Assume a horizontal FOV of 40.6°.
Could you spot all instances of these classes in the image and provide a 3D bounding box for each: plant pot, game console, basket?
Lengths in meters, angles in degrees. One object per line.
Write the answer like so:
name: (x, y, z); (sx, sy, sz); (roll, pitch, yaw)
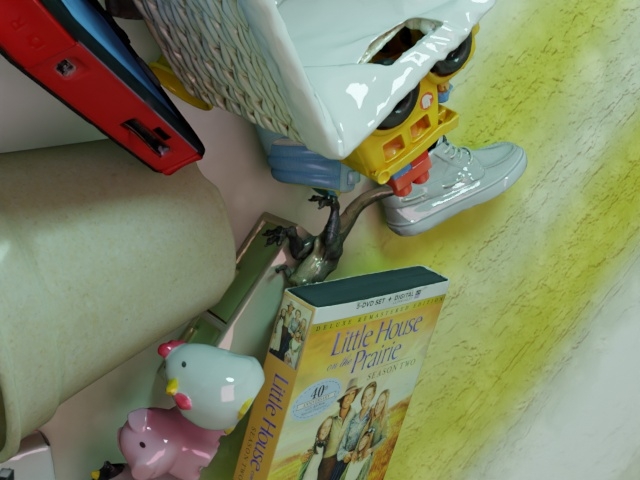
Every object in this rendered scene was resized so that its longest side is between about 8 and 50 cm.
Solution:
plant pot: (-0.277, 0.021, 0.953); (0.306, 0.334, 0.333); (-24, 114, -36)
game console: (-0.252, -0.238, 0.785); (0.060, 0.386, 0.342); (-33, 74, 2)
basket: (-0.017, -0.321, 0.882); (0.328, 0.266, 0.331); (-47, 137, -19)

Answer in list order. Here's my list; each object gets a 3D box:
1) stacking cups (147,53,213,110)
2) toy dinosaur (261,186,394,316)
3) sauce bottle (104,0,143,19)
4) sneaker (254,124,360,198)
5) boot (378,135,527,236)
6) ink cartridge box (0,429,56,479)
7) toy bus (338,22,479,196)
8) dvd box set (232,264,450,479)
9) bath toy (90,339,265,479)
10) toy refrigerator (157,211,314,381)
stacking cups: (-0.094, -0.319, 1.087); (0.096, 0.096, 0.316); (36, 81, -32)
toy dinosaur: (0.000, 0.000, 1.115); (0.268, 0.064, 0.118); (-52, 137, -9)
sauce bottle: (-0.207, -0.414, 0.921); (0.111, 0.111, 0.344); (-22, 126, -25)
sneaker: (0.051, -0.172, 1.191); (0.319, 0.127, 0.208); (-19, 112, -18)
boot: (0.200, -0.115, 1.303); (0.258, 0.095, 0.123); (-31, 122, -20)
ink cartridge box: (-0.463, 0.279, 1.032); (0.275, 0.060, 0.238); (-12, 109, -28)
toy bus: (0.102, -0.169, 1.074); (0.220, 0.149, 0.211); (-39, 129, -14)
dvd box set: (0.019, 0.246, 1.204); (0.308, 0.062, 0.420); (-6, 118, -50)
bath toy: (-0.197, 0.251, 1.061); (0.129, 0.151, 0.348); (35, 121, 0)
toy refrigerator: (-0.102, 0.099, 1.175); (0.094, 0.102, 0.269); (37, 83, -32)
